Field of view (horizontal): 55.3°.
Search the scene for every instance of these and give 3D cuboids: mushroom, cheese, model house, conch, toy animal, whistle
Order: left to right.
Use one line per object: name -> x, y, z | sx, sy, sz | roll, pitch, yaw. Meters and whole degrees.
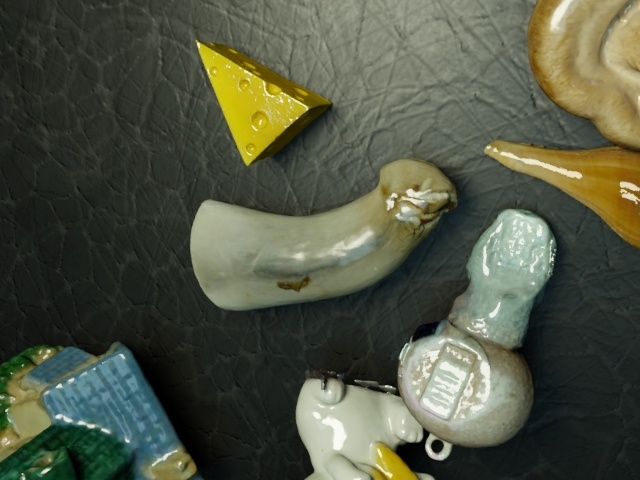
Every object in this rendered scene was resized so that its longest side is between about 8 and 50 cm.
model house -> -0.404, 0.350, 0.953 | 0.343, 0.382, 0.334 | -20, 100, 29
cheese -> -0.096, -0.210, 0.840 | 0.126, 0.093, 0.171 | -39, 89, 25
mushroom -> 0.001, 0.000, 0.853 | 0.397, 0.126, 0.177 | -9, 94, 25
toy animal -> 0.020, 0.350, 0.857 | 0.247, 0.183, 0.309 | -8, 62, 46
whistle -> 0.220, 0.128, 0.815 | 0.189, 0.189, 0.347 | 22, 90, 12
conch -> 0.355, -0.057, 0.724 | 0.331, 0.093, 0.109 | 24, 112, 12
mushroom -> 0.368, -0.215, 0.644 | 0.279, 0.146, 0.278 | 6, 124, 8
